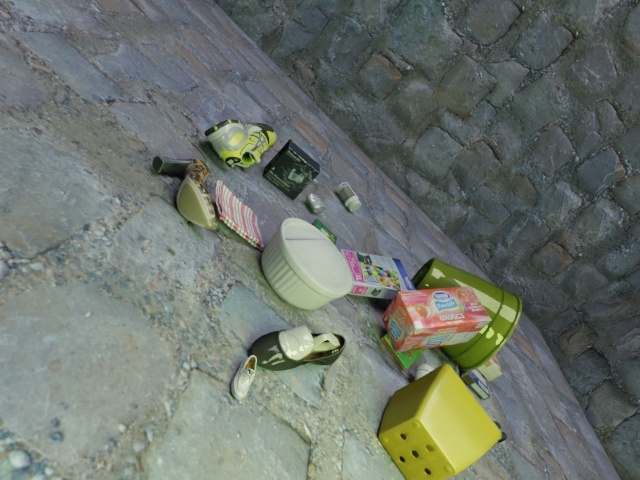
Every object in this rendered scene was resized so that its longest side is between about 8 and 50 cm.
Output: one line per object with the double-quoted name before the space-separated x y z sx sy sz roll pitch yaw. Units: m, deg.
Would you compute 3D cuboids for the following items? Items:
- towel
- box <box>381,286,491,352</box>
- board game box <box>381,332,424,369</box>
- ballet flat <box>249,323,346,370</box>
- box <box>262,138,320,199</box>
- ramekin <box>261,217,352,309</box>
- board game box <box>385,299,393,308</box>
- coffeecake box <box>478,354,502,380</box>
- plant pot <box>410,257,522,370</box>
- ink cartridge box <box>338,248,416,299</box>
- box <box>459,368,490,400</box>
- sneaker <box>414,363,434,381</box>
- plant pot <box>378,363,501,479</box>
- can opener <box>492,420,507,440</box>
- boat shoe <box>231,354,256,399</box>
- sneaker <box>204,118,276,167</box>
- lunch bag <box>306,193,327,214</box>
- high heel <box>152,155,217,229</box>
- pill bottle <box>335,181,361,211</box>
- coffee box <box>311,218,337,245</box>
"towel" -0.225 -0.068 1.158 0.197 0.029 0.144 45 19 -47
"box" 0.377 0.257 1.351 0.300 0.154 0.142 -1 48 -22
"board game box" 0.293 0.357 1.422 0.124 0.039 0.259 53 22 15
"ballet flat" -0.039 0.242 0.959 0.281 0.096 0.095 15 40 -51
"box" -0.110 -0.270 1.569 0.156 0.158 0.093 37 25 -21
"ramekin" -0.047 0.074 1.171 0.273 0.127 0.272 38 26 -22
"board game box" 0.297 0.226 1.550 0.026 0.103 0.154 36 25 -25
"coffeecake box" 0.701 0.493 1.780 0.142 0.068 0.185 47 21 -4
"plant pot" 0.524 0.262 1.637 0.353 0.366 0.366 36 23 4
"ink cartridge box" 0.218 0.129 1.483 0.311 0.065 0.185 12 34 -23
"box" 0.631 0.541 1.705 0.136 0.036 0.225 46 22 -3
"sneaker" 0.388 0.511 1.299 0.258 0.094 0.091 42 42 -2
"plant pot" 0.272 0.474 1.011 0.187 0.212 0.212 -19 68 -51
"can opener" 0.563 0.648 1.378 0.280 0.093 0.074 32 28 -51
"boat shoe" -0.147 0.267 0.809 0.035 0.035 0.100 42 23 -13
"sneaker" -0.269 -0.336 1.475 0.147 0.145 0.385 68 26 -5
"lunch bag" -0.022 -0.148 1.662 0.071 0.053 0.083 58 16 18
"high heel" -0.305 -0.128 1.097 0.261 0.093 0.186 50 23 16
"pill bottle" 0.138 -0.212 2.004 0.078 0.078 0.137 9 44 -55
"coffee box" 0.000 0.000 1.478 0.113 0.040 0.184 42 23 -11
